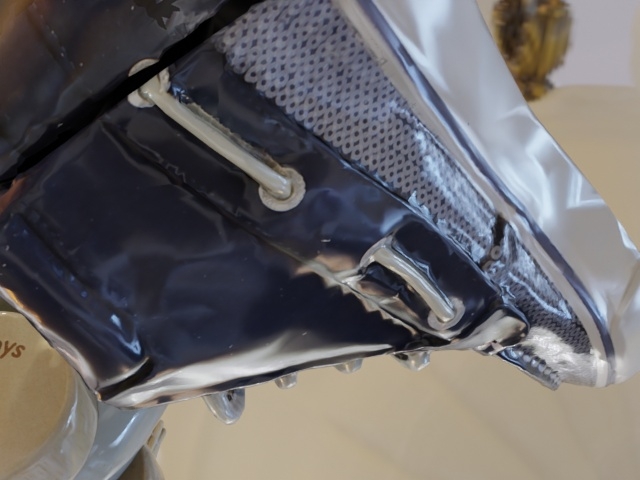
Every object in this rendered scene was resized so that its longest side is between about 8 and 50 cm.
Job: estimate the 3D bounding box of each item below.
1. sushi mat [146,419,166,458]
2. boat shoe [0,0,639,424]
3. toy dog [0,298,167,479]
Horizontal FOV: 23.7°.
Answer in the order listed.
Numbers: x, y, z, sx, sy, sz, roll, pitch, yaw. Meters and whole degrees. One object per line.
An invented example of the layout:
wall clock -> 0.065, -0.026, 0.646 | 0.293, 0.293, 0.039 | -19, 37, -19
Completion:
sushi mat -> -0.129, 0.219, 0.804 | 0.019, 0.316, 0.151 | 17, -72, -2
boat shoe -> 0.000, 0.000, 0.516 | 0.158, 0.127, 0.340 | -43, -40, 0
toy dog -> -0.119, 0.004, 0.726 | 0.161, 0.334, 0.220 | 16, -48, 17
